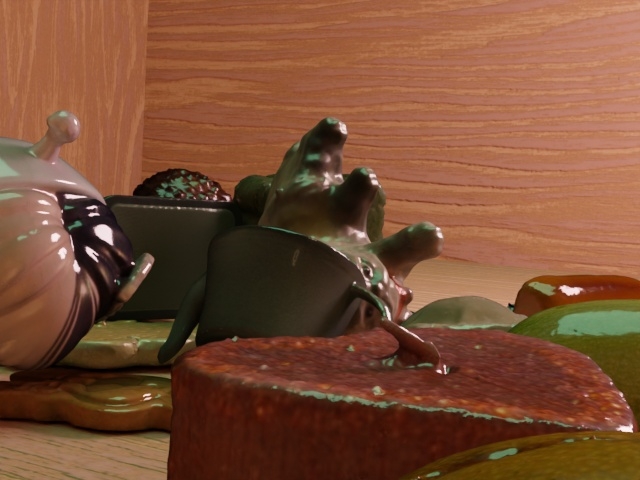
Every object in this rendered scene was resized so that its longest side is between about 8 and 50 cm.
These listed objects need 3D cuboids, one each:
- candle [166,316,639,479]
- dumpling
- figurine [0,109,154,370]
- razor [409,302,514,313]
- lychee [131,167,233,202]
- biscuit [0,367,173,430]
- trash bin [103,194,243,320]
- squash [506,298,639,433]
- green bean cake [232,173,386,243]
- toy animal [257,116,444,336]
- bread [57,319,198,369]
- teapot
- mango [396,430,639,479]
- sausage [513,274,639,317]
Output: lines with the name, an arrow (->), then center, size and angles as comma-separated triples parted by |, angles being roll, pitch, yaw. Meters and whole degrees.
candle -> 0.071, 0.116, 0.669 | 0.317, 0.131, 0.287 | -1, 7, -36
dumpling -> 0.122, 0.111, 1.015 | 0.136, 0.118, 0.199 | -6, -22, -27
figurine -> -0.354, 0.025, 0.957 | 0.361, 0.211, 0.253 | -10, 9, 29
razor -> 0.160, 0.121, 1.508 | 0.253, 0.042, 0.082 | 3, 44, 38
lychee -> -0.228, -0.004, 1.779 | 0.271, 0.236, 0.236 | 24, -3, -16
biscuit -> -0.182, 0.138, 0.922 | 0.236, 0.040, 0.144 | 1, 8, 13
trash bin -> -0.298, 0.036, 1.489 | 0.223, 0.158, 0.343 | 1, -5, -41
squash -> 0.260, 0.111, 0.885 | 0.247, 0.132, 0.132 | 4, 3, 4
green bean cake -> -0.021, 0.019, 1.502 | 0.222, 0.227, 0.125 | -5, 9, -35
toy animal -> 0.000, 0.000, 1.270 | 0.188, 0.308, 0.266 | -6, 1, -40
bread -> -0.232, 0.117, 1.185 | 0.251, 0.039, 0.182 | 1, 4, -34
teapot -> -0.043, 0.089, 1.008 | 0.239, 0.149, 0.162 | 4, -32, 23
mango -> 0.114, 0.132, 0.410 | 0.295, 0.120, 0.177 | 3, 1, 2
sausage -> 0.372, 0.100, 1.468 | 0.274, 0.105, 0.105 | 2, 3, -39
